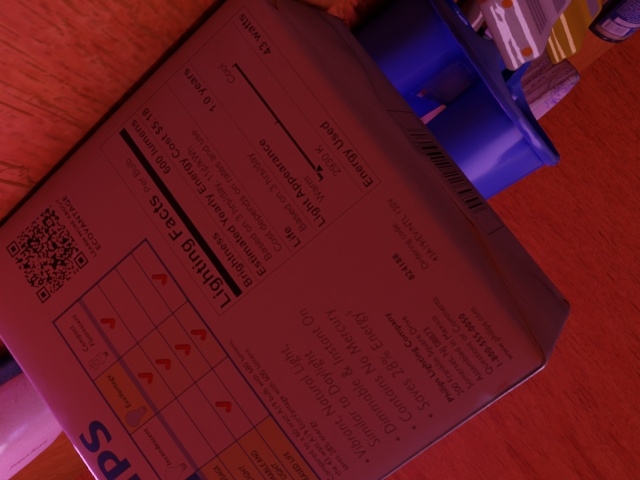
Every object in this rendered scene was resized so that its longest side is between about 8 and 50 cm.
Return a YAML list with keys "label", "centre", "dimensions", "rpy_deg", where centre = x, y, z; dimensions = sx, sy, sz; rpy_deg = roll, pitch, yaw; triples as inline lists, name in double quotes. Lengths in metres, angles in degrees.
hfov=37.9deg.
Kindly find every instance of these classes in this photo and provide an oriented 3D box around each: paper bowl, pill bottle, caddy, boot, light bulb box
- label: "paper bowl"
  centre: [0.281, -0.236, 1.572]
  dimensions: [0.284, 0.148, 0.284]
  rpy_deg: [-38, 174, -5]
- label: "pill bottle"
  centre: [0.590, -0.475, 1.726]
  dimensions: [0.122, 0.123, 0.219]
  rpy_deg: [-34, 173, -33]
- label: "caddy"
  centre: [0.161, -0.164, 1.026]
  dimensions: [0.179, 0.241, 0.341]
  rpy_deg: [-36, 175, 16]
- label: "boot"
  centre: [0.200, -0.304, 1.169]
  dimensions: [0.118, 0.042, 0.087]
  rpy_deg: [-38, 167, -11]
- label: "light bulb box"
  centre: [-0.044, 0.044, 0.806]
  dimensions: [0.361, 0.358, 0.225]
  rpy_deg: [-40, 171, 19]

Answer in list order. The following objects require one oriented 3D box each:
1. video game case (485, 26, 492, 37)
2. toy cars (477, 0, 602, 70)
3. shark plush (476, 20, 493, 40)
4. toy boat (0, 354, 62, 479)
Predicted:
- label: "video game case"
  centre: [0.282, -0.339, 1.261]
  dimensions: [0.143, 0.019, 0.157]
  rpy_deg: [-53, 174, 22]
- label: "toy cars"
  centre: [0.232, -0.267, 0.916]
  dimensions: [0.087, 0.177, 0.393]
  rpy_deg: [-12, -174, 26]
- label: "shark plush"
  centre: [0.254, -0.296, 1.363]
  dimensions: [0.073, 0.067, 0.161]
  rpy_deg: [-39, 173, 10]
- label: "toy boat"
  centre: [-0.444, 0.256, 1.133]
  dimensions: [0.318, 0.148, 0.267]
  rpy_deg: [-50, 174, 24]
